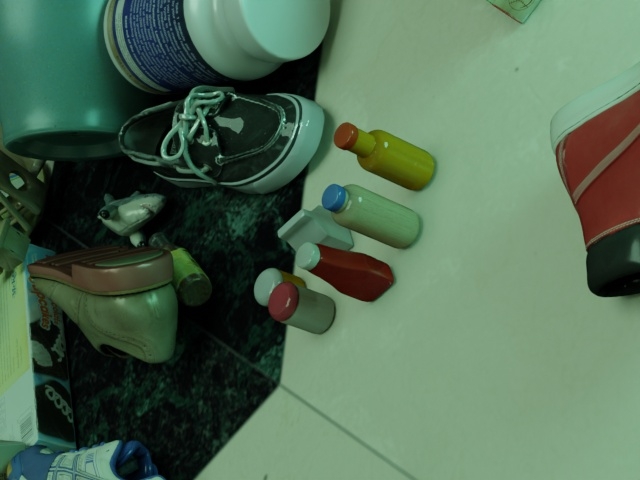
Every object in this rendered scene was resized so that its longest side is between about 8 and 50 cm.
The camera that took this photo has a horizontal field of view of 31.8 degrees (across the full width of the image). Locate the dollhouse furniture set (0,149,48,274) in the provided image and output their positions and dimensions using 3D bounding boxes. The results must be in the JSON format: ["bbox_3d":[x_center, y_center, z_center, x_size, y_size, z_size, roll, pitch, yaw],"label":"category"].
[{"bbox_3d":[-0.488,-0.010,1.548,0.182,0.101,0.161,-31,35,27],"label":"dollhouse furniture set"}]

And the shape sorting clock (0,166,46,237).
[{"bbox_3d":[-0.477,-0.032,1.691,0.206,0.040,0.206,-28,43,30],"label":"shape sorting clock"}]

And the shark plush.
[{"bbox_3d":[-0.240,-0.036,1.425,0.067,0.073,0.161,-52,15,-10],"label":"shark plush"}]

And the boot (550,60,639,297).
[{"bbox_3d":[0.271,-0.060,0.771,0.244,0.088,0.176,-39,46,43],"label":"boot"}]

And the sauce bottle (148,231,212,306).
[{"bbox_3d":[-0.164,0.029,1.284,0.042,0.042,0.128,-58,40,13],"label":"sauce bottle"}]

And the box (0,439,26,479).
[{"bbox_3d":[-0.416,0.374,1.312,0.094,0.113,0.275,-6,83,40],"label":"box"}]

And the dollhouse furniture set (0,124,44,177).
[{"bbox_3d":[-0.507,-0.173,1.730,0.303,0.198,0.286,-44,21,54],"label":"dollhouse furniture set"}]

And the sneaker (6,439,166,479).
[{"bbox_3d":[-0.238,0.273,1.227,0.296,0.112,0.131,20,71,51],"label":"sneaker"}]

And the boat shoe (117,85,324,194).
[{"bbox_3d":[-0.123,-0.121,1.255,0.306,0.105,0.113,7,79,52],"label":"boat shoe"}]

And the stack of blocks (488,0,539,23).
[{"bbox_3d":[0.203,-0.367,0.996,0.297,0.087,0.171,-53,40,19],"label":"stack of blocks"}]

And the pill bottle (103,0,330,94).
[{"bbox_3d":[-0.120,-0.252,1.276,0.264,0.153,0.153,1,73,50],"label":"pill bottle"}]

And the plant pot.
[{"bbox_3d":[-0.315,-0.241,1.441,0.271,0.271,0.255,-13,79,47],"label":"plant pot"}]

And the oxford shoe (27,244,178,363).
[{"bbox_3d":[-0.262,0.077,1.320,0.348,0.123,0.130,5,107,65],"label":"oxford shoe"}]

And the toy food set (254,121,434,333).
[{"bbox_3d":[0.000,0.000,1.048,0.232,0.104,0.111,-41,45,31],"label":"toy food set"}]

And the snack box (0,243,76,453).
[{"bbox_3d":[-0.410,0.182,1.491,0.187,0.060,0.322,-43,44,29],"label":"snack box"}]
